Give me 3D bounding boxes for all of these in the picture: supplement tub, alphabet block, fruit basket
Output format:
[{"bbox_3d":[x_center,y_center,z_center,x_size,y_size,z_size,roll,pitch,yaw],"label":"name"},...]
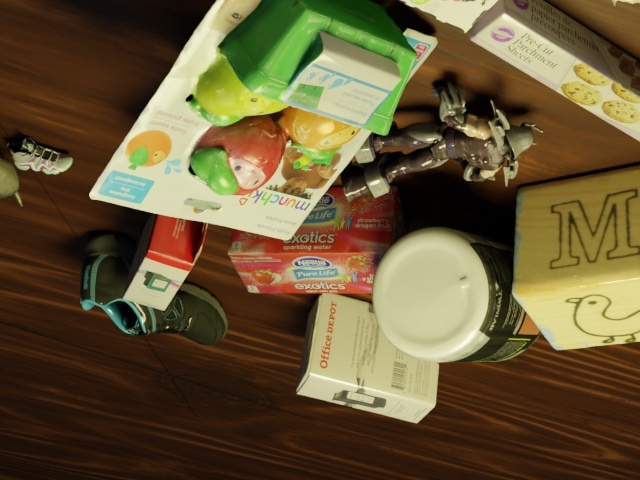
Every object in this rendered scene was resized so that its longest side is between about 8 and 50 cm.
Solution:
[{"bbox_3d":[0.226,0.088,1.680,0.194,0.193,0.316,-10,169,28],"label":"supplement tub"},{"bbox_3d":[0.405,0.028,1.615,0.197,0.193,0.192,-11,145,29],"label":"alphabet block"},{"bbox_3d":[-0.057,-0.142,1.347,0.327,0.165,0.353,13,120,-43],"label":"fruit basket"}]

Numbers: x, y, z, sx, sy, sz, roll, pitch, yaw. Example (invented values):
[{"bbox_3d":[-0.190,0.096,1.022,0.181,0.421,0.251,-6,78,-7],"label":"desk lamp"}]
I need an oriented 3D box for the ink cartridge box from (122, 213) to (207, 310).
[{"bbox_3d":[-0.243,0.003,1.794,0.078,0.134,0.231,19,147,-14],"label":"ink cartridge box"}]

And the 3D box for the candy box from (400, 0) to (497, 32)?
[{"bbox_3d":[0.126,-0.334,1.215,0.196,0.070,0.165,22,146,-19],"label":"candy box"}]

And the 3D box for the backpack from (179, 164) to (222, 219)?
[{"bbox_3d":[-0.139,-0.117,1.543,0.144,0.165,0.188,30,146,-33],"label":"backpack"}]

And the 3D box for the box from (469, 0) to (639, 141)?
[{"bbox_3d":[0.327,-0.210,1.371,0.324,0.063,0.067,26,144,-25],"label":"box"}]

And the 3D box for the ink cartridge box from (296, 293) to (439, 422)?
[{"bbox_3d":[0.088,0.210,2.007,0.237,0.171,0.100,15,148,-10],"label":"ink cartridge box"}]

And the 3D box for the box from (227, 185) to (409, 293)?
[{"bbox_3d":[0.000,0.000,1.733,0.257,0.128,0.122,0,147,15],"label":"box"}]

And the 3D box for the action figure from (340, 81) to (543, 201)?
[{"bbox_3d":[0.158,-0.134,1.516,0.285,0.099,0.185,-6,139,16],"label":"action figure"}]

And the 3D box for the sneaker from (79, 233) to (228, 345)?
[{"bbox_3d":[-0.305,0.126,2.005,0.125,0.139,0.341,-20,140,35],"label":"sneaker"}]

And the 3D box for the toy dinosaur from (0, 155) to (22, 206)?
[{"bbox_3d":[-0.537,-0.111,1.703,0.160,0.121,0.313,8,147,27],"label":"toy dinosaur"}]

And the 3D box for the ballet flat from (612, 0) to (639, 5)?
[{"bbox_3d":[0.301,-0.382,1.037,0.147,0.146,0.409,0,147,15],"label":"ballet flat"}]

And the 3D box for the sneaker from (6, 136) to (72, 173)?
[{"bbox_3d":[-0.436,-0.135,1.712,0.098,0.038,0.069,1,148,12],"label":"sneaker"}]
